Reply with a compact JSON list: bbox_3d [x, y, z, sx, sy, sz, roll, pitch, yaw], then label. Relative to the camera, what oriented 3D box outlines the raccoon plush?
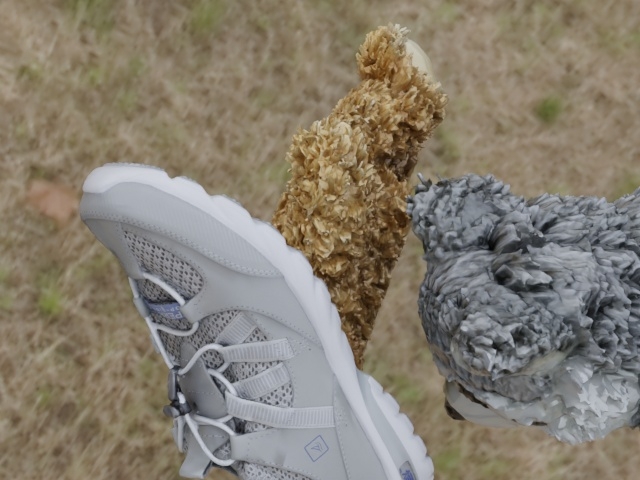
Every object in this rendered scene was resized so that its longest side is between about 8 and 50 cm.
[{"bbox_3d":[0.256,-0.029,0.848,0.299,0.446,0.216,32,10,-32],"label":"raccoon plush"}]

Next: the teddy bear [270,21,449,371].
[{"bbox_3d":[0.000,0.000,0.978,0.113,0.245,0.338,20,81,-1],"label":"teddy bear"}]

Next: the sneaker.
[{"bbox_3d":[-0.044,0.078,0.750,0.115,0.105,0.281,-47,112,-24],"label":"sneaker"}]
